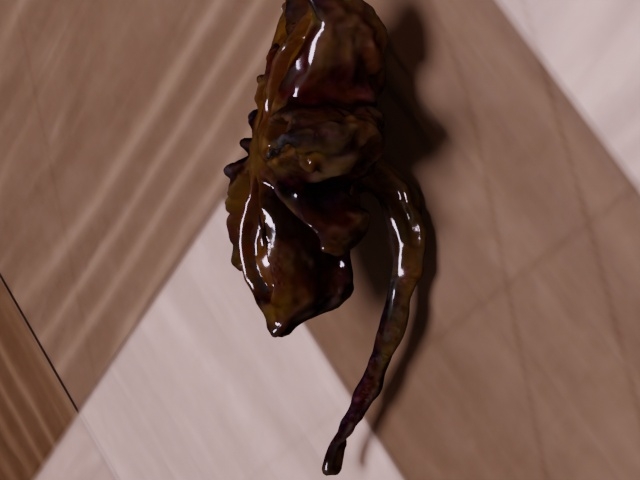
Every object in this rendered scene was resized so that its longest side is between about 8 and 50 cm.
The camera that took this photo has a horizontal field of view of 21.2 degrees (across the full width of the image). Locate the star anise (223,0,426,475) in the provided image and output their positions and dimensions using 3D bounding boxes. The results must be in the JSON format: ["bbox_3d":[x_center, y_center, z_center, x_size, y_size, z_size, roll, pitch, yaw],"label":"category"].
[{"bbox_3d":[0.000,0.000,0.614,0.097,0.070,0.190,-120,34,-58],"label":"star anise"}]
